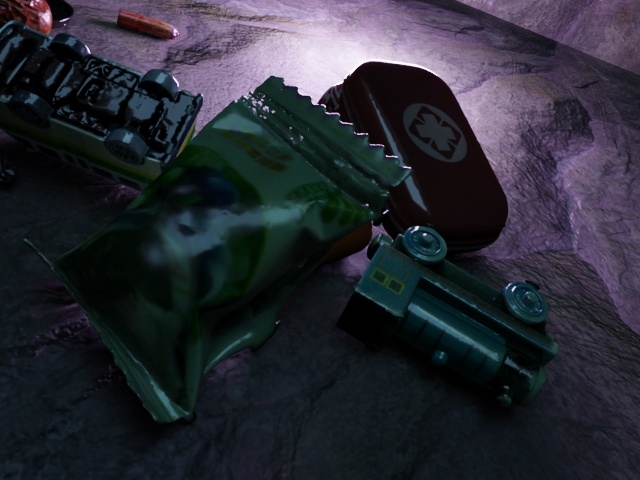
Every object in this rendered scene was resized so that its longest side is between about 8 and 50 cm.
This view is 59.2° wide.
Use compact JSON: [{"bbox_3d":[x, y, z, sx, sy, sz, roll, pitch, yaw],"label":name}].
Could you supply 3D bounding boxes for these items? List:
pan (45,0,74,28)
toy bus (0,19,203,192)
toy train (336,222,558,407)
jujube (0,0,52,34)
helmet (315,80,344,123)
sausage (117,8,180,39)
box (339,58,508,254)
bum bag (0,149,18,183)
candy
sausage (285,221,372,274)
[{"bbox_3d":[-0.599,-0.453,1.079,0.235,0.028,0.136,-3,45,-35],"label":"pan"},{"bbox_3d":[-0.318,-0.170,0.788,0.275,0.165,0.134,22,63,-4],"label":"toy bus"},{"bbox_3d":[0.180,0.107,0.783,0.298,0.120,0.194,30,46,7],"label":"toy train"},{"bbox_3d":[-0.558,-0.396,0.967,0.176,0.112,0.109,-1,77,-32],"label":"jujube"},{"bbox_3d":[0.074,-0.267,1.164,0.153,0.107,0.177,4,42,-28],"label":"helmet"},{"bbox_3d":[-0.366,-0.459,1.209,0.129,0.034,0.034,12,40,-15],"label":"sausage"},{"bbox_3d":[0.181,-0.159,1.020,0.263,0.108,0.404,-3,62,-31],"label":"box"},{"bbox_3d":[-0.465,-0.101,0.737,0.124,0.034,0.058,8,50,-19],"label":"bum bag"},{"bbox_3d":[-0.105,-0.022,0.659,0.263,0.172,0.398,41,77,14],"label":"candy"},{"bbox_3d":[0.000,0.000,0.839,0.197,0.076,0.076,-20,56,-41],"label":"sausage"}]
